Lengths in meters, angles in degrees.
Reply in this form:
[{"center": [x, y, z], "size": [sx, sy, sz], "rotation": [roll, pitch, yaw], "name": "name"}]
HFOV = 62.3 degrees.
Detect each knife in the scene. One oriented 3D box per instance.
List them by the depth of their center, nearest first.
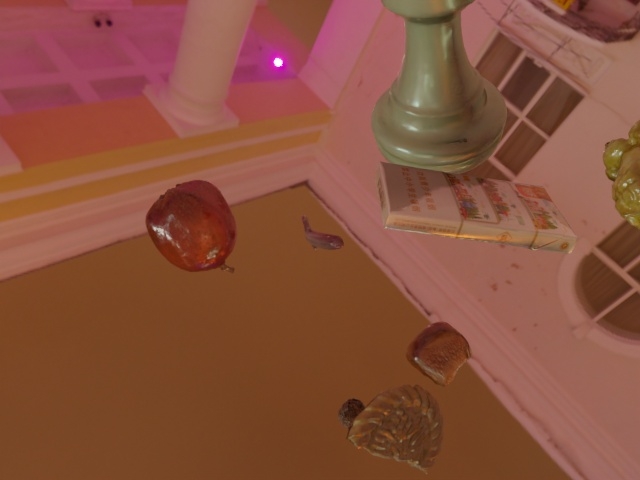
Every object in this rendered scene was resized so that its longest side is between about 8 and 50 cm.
[{"center": [-0.002, 0.001, 1.502], "size": [0.053, 0.278, 0.123], "rotation": [-29, -74, -12], "name": "knife"}]

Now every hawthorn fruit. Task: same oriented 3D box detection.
[{"center": [-0.286, -0.015, 1.258], "size": [0.253, 0.205, 0.205], "rotation": [54, -140, -13], "name": "hawthorn fruit"}]

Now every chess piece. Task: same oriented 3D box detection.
[{"center": [0.149, -0.248, 0.697], "size": [0.195, 0.299, 0.194], "rotation": [-8, -130, 9], "name": "chess piece"}]

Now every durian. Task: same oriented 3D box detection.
[{"center": [0.082, 0.452, 1.363], "size": [0.080, 0.091, 0.080], "rotation": [12, -157, -5], "name": "durian"}]

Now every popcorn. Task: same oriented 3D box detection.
[{"center": [0.590, -0.110, 0.908], "size": [0.169, 0.173, 0.195], "rotation": [1, -123, 11], "name": "popcorn"}]

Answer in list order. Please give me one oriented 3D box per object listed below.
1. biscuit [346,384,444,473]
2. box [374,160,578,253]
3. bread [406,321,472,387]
[{"center": [0.197, 0.423, 1.217], "size": [0.274, 0.036, 0.187], "rotation": [28, -97, -28], "name": "biscuit"}, {"center": [0.180, -0.042, 0.638], "size": [0.221, 0.032, 0.122], "rotation": [7, -145, -5], "name": "box"}, {"center": [0.270, 0.252, 1.203], "size": [0.126, 0.044, 0.129], "rotation": [41, -97, 20], "name": "bread"}]
